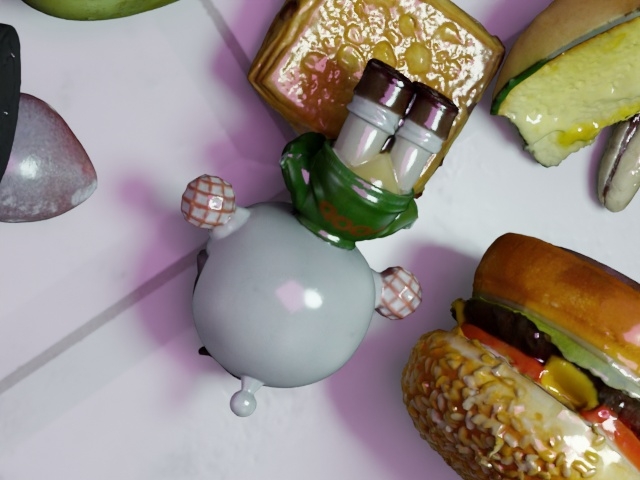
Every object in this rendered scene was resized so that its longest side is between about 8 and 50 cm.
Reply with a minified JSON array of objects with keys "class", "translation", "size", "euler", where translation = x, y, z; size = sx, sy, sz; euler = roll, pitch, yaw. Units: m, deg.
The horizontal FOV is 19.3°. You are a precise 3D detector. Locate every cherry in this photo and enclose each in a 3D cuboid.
[{"class":"cherry","translation":[-0.284,-0.106,1.846],"size":[0.148,0.115,0.188],"euler":[17,80,6]}]

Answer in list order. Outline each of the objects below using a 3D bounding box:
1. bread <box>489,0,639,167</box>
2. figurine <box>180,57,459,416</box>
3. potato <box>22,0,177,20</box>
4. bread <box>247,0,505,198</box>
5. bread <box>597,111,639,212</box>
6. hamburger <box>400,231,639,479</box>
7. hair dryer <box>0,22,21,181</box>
[{"class":"bread","translation":[0.302,-0.202,1.979],"size":[0.252,0.133,0.174],"euler":[-26,135,22]},{"class":"figurine","translation":[0.000,0.000,1.860],"size":[0.281,0.167,0.370],"euler":[27,104,-23]},{"class":"potato","translation":[-0.179,-0.328,1.827],"size":[0.304,0.216,0.215],"euler":[-13,94,-13]},{"class":"bread","translation":[0.053,-0.179,1.950],"size":[0.235,0.099,0.210],"euler":[33,84,-19]},{"class":"bread","translation":[0.356,-0.132,2.045],"size":[0.053,0.073,0.214],"euler":[30,84,-13]},{"class":"hamburger","translation":[0.247,0.164,1.889],"size":[0.330,0.330,0.250],"euler":[34,83,-13]},{"class":"hair dryer","translation":[-0.429,-0.078,1.762],"size":[0.320,0.284,0.155],"euler":[1,47,8]}]
